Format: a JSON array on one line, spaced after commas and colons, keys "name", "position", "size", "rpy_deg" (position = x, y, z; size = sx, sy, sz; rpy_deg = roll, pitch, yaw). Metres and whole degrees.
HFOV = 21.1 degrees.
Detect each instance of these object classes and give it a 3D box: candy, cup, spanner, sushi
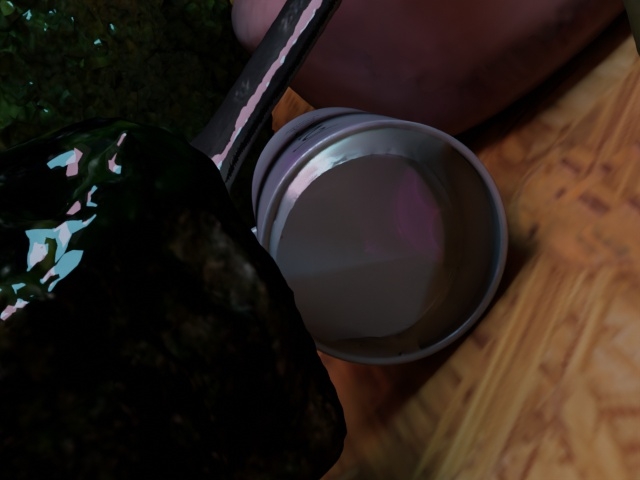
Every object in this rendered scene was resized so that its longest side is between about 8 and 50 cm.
[{"name": "candy", "position": [0.072, -0.147, 0.657], "size": [0.255, 0.094, 0.255], "rpy_deg": [-45, 17, 18]}, {"name": "cup", "position": [0.000, 0.000, 0.560], "size": [0.104, 0.074, 0.116], "rpy_deg": [-33, 14, -2]}, {"name": "spanner", "position": [0.007, -0.090, 0.547], "size": [0.254, 0.015, 0.054], "rpy_deg": [-57, 37, 1]}, {"name": "sushi", "position": [-0.108, 0.062, 0.454], "size": [0.225, 0.127, 0.124], "rpy_deg": [-37, 16, -15]}]

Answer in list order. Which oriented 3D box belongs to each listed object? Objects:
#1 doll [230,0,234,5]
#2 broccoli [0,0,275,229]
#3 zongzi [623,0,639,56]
[{"name": "doll", "position": [-0.108, -0.161, 1.179], "size": [0.291, 0.086, 0.117], "rpy_deg": [-143, 63, -75]}, {"name": "broccoli", "position": [-0.176, -0.054, 0.755], "size": [0.310, 0.321, 0.413], "rpy_deg": [-8, 78, 16]}, {"name": "zongzi", "position": [0.073, -0.252, 0.435], "size": [0.174, 0.356, 0.393], "rpy_deg": [-9, 46, 56]}]
